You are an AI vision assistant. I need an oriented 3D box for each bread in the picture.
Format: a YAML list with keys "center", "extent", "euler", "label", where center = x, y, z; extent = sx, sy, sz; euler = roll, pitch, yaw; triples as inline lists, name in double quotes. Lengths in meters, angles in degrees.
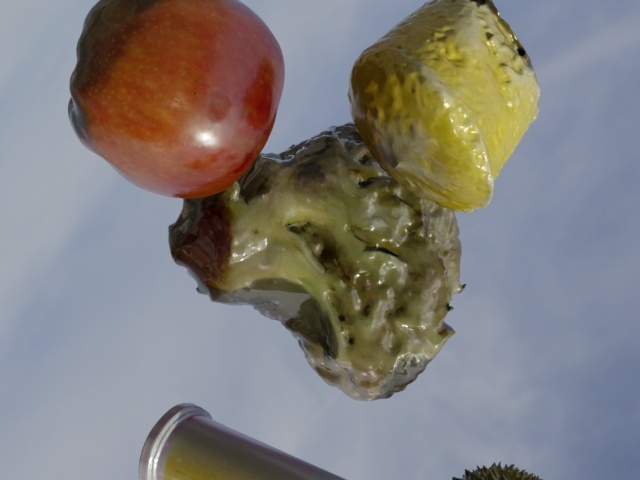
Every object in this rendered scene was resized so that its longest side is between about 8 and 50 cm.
- center: [0.126, -0.135, 1.211]
  extent: [0.170, 0.197, 0.197]
  euler: [-46, -159, -22]
  label: "bread"

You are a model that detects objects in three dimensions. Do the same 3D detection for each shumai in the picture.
- center: [-0.002, -0.001, 1.381]
  extent: [0.217, 0.283, 0.346]
  euler: [-18, -118, 46]
  label: "shumai"

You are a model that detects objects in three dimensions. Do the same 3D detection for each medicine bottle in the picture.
- center: [0.016, 0.279, 1.162]
  extent: [0.426, 0.108, 0.108]
  euler: [19, -107, 31]
  label: "medicine bottle"

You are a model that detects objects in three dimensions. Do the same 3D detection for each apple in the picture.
- center: [-0.154, -0.159, 1.245]
  extent: [0.230, 0.230, 0.230]
  euler: [-40, -150, 29]
  label: "apple"

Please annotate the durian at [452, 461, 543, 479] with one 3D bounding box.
- center: [0.203, 0.395, 1.603]
  extent: [0.237, 0.137, 0.193]
  euler: [-64, 172, 14]
  label: "durian"
